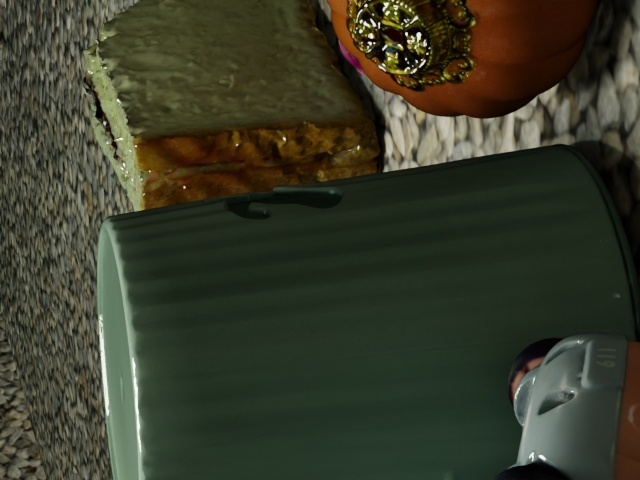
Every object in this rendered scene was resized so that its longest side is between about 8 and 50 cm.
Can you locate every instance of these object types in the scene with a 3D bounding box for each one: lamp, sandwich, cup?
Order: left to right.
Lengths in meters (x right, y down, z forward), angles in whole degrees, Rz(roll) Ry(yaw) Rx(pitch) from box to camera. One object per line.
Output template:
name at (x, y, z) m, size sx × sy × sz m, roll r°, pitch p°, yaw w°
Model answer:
sandwich at (-0.110, -0.150, 1.987) m, size 0.325 × 0.262 × 0.131 m, roll -117°, pitch 25°, yaw -45°
cup at (0.032, 0.118, 1.495) m, size 0.401 × 0.392 × 0.310 m, roll 101°, pitch 161°, yaw -54°
lamp at (0.104, -0.198, 1.444) m, size 0.223 × 0.196 × 0.223 m, roll 22°, pitch 133°, yaw 26°

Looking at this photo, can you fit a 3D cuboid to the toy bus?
toy bus at (0.213, 0.205, 1.241) m, size 0.194 × 0.232 × 0.288 m, roll -70°, pitch -14°, yaw -63°

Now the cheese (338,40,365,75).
cheese at (0.036, -0.215, 1.889) m, size 0.145 × 0.038 × 0.095 m, roll -129°, pitch 38°, yaw -68°
